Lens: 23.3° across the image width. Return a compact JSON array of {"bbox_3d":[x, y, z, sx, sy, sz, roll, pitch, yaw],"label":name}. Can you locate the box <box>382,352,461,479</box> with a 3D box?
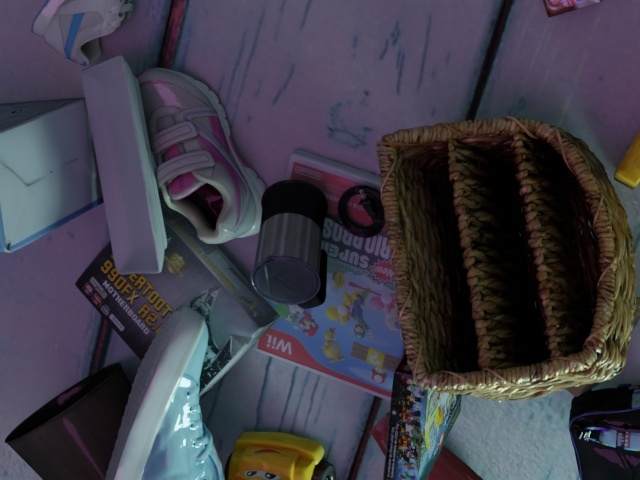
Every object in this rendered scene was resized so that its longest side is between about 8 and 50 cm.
[{"bbox_3d":[0.130,0.183,1.864,0.044,0.233,0.159,11,113,14],"label":"box"}]

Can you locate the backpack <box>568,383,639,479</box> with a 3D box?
[{"bbox_3d":[0.391,0.245,1.846,0.173,0.117,0.158,-11,106,13],"label":"backpack"}]

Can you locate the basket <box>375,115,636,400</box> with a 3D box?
[{"bbox_3d":[0.215,0.016,1.711,0.213,0.223,0.299,-15,72,29],"label":"basket"}]

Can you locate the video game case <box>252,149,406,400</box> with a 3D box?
[{"bbox_3d":[0.030,0.046,1.974,0.204,0.025,0.285,19,116,15],"label":"video game case"}]

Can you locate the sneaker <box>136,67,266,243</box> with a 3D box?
[{"bbox_3d":[-0.159,-0.103,1.947,0.103,0.111,0.252,-33,94,29],"label":"sneaker"}]

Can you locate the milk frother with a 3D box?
[{"bbox_3d":[0.000,0.000,1.877,0.143,0.135,0.129,-30,127,32],"label":"milk frother"}]

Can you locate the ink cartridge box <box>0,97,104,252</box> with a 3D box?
[{"bbox_3d":[-0.512,-0.081,2.012,0.395,0.270,0.151,0,106,23],"label":"ink cartridge box"}]

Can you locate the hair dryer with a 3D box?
[{"bbox_3d":[0.124,0.361,2.023,0.223,0.080,0.294,-5,107,25],"label":"hair dryer"}]

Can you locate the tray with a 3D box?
[{"bbox_3d":[-0.242,-0.092,1.955,0.145,0.030,0.270,-5,96,60],"label":"tray"}]

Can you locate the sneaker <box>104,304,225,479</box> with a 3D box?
[{"bbox_3d":[-0.183,0.260,2.012,0.150,0.135,0.366,16,109,-13],"label":"sneaker"}]

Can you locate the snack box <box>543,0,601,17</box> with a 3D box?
[{"bbox_3d":[0.259,-0.343,1.732,0.064,0.022,0.178,-14,103,25],"label":"snack box"}]

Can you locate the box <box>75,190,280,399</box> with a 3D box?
[{"bbox_3d":[-0.190,0.079,2.045,0.231,0.056,0.183,48,121,7],"label":"box"}]

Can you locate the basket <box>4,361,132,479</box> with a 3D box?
[{"bbox_3d":[-0.291,0.313,2.143,0.204,0.154,0.227,-30,100,24],"label":"basket"}]

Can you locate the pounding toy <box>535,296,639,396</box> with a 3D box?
[{"bbox_3d":[0.320,0.094,1.843,0.130,0.100,0.141,37,117,23],"label":"pounding toy"}]

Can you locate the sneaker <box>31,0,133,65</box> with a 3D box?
[{"bbox_3d":[-0.267,-0.317,1.934,0.092,0.087,0.229,40,126,-3],"label":"sneaker"}]

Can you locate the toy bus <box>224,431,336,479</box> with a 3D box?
[{"bbox_3d":[-0.080,0.389,2.046,0.149,0.211,0.220,5,110,23],"label":"toy bus"}]

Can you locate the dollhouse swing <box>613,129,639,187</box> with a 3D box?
[{"bbox_3d":[0.489,-0.045,1.590,0.346,0.305,0.315,31,118,8],"label":"dollhouse swing"}]
